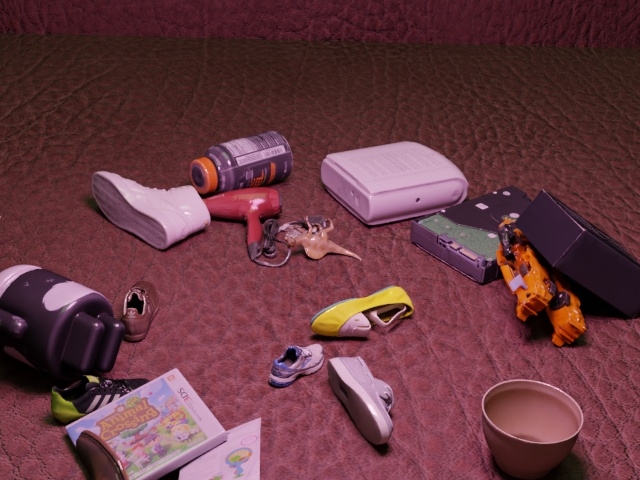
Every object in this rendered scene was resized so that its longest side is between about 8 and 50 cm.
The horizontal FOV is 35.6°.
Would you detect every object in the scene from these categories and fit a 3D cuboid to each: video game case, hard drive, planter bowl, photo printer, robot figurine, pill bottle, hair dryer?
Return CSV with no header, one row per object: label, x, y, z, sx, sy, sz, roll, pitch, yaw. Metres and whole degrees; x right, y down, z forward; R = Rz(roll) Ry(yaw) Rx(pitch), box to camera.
video game case,-0.286,0.313,1.625,0.212,0.023,0.193,-27,39,-20
hard drive,0.407,-0.019,2.292,0.339,0.064,0.237,-19,36,-35
planter bowl,0.338,0.319,1.631,0.162,0.109,0.162,3,29,-2
photo printer,0.191,-0.150,2.461,0.308,0.107,0.256,-12,33,-26
robot figurine,-0.489,0.151,1.802,0.278,0.209,0.173,20,55,27
robot figurine,0.439,0.080,2.037,0.211,0.085,0.291,35,22,-20
pill bottle,-0.201,-0.185,2.468,0.246,0.130,0.130,-20,36,-34
hair dryer,-0.151,-0.052,2.284,0.294,0.080,0.224,19,34,28

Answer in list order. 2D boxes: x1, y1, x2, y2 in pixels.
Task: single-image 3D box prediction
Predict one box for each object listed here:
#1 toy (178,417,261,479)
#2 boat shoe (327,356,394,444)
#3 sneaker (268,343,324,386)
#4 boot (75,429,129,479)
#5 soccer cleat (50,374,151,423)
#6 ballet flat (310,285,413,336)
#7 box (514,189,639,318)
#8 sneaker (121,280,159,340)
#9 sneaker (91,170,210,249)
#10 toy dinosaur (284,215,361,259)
toy,-0.150,0.368,1.536,0.137,0.056,0.237,-19,15,4
boat shoe,0.085,0.267,1.733,0.081,0.079,0.227,-13,29,-17
sneaker,-0.039,0.218,1.832,0.052,0.058,0.135,23,34,32
boot,-0.329,0.380,1.464,0.106,0.082,0.219,-26,57,-30
soccer cleat,-0.373,0.261,1.709,0.179,0.072,0.060,-12,33,-25
ballet flat,0.091,0.149,1.960,0.231,0.077,0.077,-17,51,-34
box,0.550,0.028,2.051,0.261,0.103,0.184,30,14,-29
sneaker,-0.354,0.120,1.966,0.066,0.071,0.188,0,30,-5
sneaker,-0.387,-0.087,2.313,0.292,0.108,0.169,35,40,29
toy dinosaur,0.000,0.000,2.219,0.183,0.053,0.092,12,66,-19
